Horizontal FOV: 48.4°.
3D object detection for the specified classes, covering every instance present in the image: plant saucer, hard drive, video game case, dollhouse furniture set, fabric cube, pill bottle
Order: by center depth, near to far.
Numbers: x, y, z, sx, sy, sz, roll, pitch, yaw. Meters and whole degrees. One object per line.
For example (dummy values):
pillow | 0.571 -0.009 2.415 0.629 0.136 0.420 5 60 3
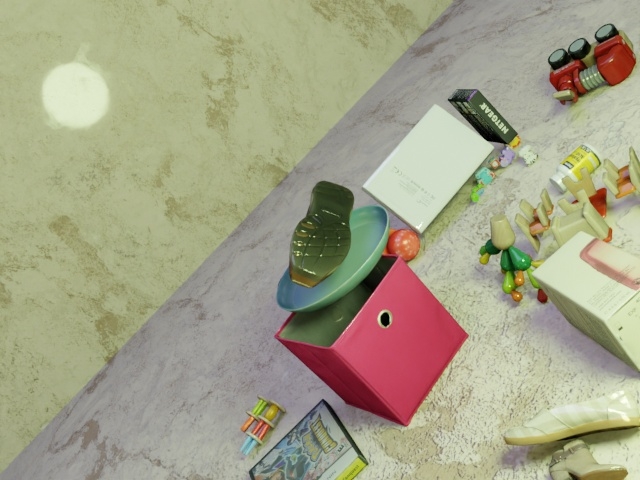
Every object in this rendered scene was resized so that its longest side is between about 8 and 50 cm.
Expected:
dollhouse furniture set | 0.553 -0.043 1.478 0.262 0.135 0.259 -28 14 33
fabric cube | 0.110 0.207 1.555 0.254 0.258 0.259 -50 22 -21
video game case | -0.037 0.499 1.564 0.248 0.035 0.275 -44 21 -3
plant saucer | 0.034 0.047 1.579 0.318 0.043 0.317 -37 22 17
pill bottle | 0.598 -0.168 1.672 0.116 0.065 0.065 -43 21 2
hard drive | 0.298 -0.199 1.975 0.318 0.210 0.040 -49 -13 -9

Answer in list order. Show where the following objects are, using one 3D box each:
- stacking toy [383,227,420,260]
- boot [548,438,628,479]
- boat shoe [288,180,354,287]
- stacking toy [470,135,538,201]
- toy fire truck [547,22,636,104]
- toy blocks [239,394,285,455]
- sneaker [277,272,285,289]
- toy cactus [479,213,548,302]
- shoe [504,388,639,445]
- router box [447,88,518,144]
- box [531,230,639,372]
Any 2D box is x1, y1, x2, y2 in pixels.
stacking toy | 0.162 0.004 2.051 0.330 0.141 0.141 1 48 54
boot | 0.402 0.338 1.083 0.118 0.042 0.087 -28 20 25
boat shoe | 0.000 0.000 1.541 0.324 0.123 0.120 -68 2 -52
stacking toy | 0.484 -0.202 1.970 0.221 0.052 0.167 -41 19 11
toy fire truck | 0.714 -0.443 1.906 0.217 0.158 0.246 -23 40 41
toy blocks | -0.168 0.475 1.822 0.148 0.054 0.123 -52 23 -22
sneaker | -0.014 0.061 2.176 0.322 0.130 0.236 -55 7 -9
toy cactus | 0.405 0.026 1.505 0.112 0.180 0.219 -22 27 -2
shoe | 0.395 0.285 1.132 0.219 0.076 0.058 -21 67 30
router box | 0.450 -0.344 1.978 0.046 0.179 0.133 -49 20 -1
box | 0.498 0.101 1.214 0.127 0.148 0.232 -42 21 2
